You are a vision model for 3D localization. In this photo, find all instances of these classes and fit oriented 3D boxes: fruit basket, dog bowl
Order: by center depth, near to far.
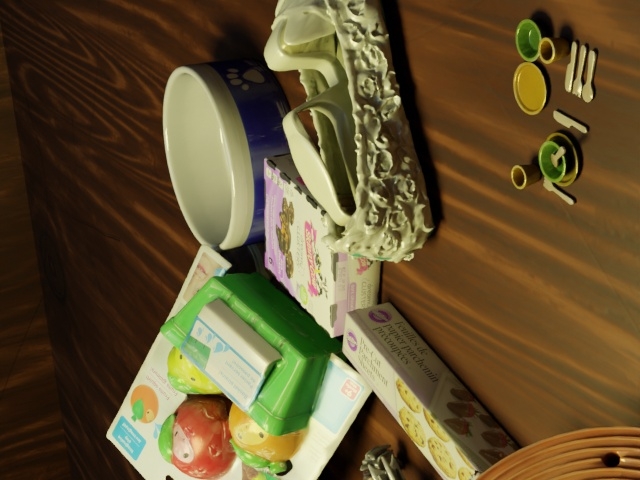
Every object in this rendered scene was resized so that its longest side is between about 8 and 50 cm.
[{"bbox_3d":[-0.133,0.235,1.521,0.327,0.165,0.353,40,106,26],"label":"fruit basket"},{"bbox_3d":[-0.128,-0.121,1.573,0.265,0.104,0.264,41,138,53],"label":"dog bowl"}]

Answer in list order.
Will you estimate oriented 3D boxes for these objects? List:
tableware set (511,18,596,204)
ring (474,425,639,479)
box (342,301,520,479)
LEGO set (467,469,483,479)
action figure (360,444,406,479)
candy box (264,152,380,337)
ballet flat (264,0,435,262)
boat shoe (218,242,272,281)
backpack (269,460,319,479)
[{"bbox_3d":[0.195,-0.113,0.986,0.104,0.024,0.154,45,141,50],"label":"tableware set"},{"bbox_3d":[0.219,0.299,0.847,0.336,0.337,0.032,49,179,45],"label":"ring"},{"bbox_3d":[0.128,0.189,1.234,0.324,0.063,0.067,50,143,45],"label":"box"},{"bbox_3d":[0.151,0.352,0.951,0.192,0.331,0.255,43,174,-16],"label":"LEGO set"},{"bbox_3d":[0.079,0.354,1.394,0.285,0.099,0.185,-37,62,60],"label":"action figure"},{"bbox_3d":[0.000,0.000,1.401,0.196,0.070,0.164,44,140,51],"label":"candy box"},{"bbox_3d":[0.015,-0.169,1.212,0.147,0.147,0.408,-32,72,64],"label":"ballet flat"},{"bbox_3d":[-0.157,0.069,1.743,0.285,0.092,0.102,-41,65,63],"label":"boat shoe"},{"bbox_3d":[-0.074,0.397,1.647,0.144,0.166,0.188,55,151,37],"label":"backpack"}]
